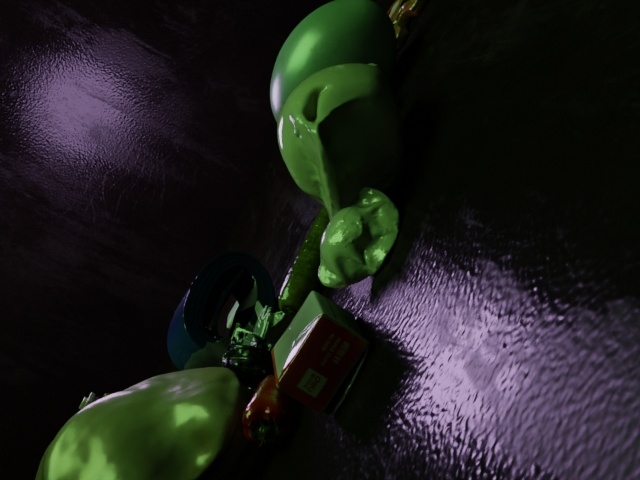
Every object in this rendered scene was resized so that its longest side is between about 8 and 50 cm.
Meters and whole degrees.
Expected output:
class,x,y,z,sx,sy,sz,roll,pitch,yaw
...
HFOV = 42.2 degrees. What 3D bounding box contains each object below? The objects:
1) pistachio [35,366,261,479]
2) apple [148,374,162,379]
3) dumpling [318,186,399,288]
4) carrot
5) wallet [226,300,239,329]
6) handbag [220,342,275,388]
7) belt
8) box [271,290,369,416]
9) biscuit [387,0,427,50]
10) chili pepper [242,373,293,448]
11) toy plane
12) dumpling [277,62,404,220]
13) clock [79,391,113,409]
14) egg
class,x,y,z,sx,sy,sz,roll,pitch,yaw
pistachio,-0.308,0.393,1.485,0.445,0.281,0.365,-30,26,-4
apple,-0.399,0.454,2.131,0.211,0.188,0.211,-54,14,19
dumpling,0.071,0.006,1.387,0.134,0.100,0.169,22,61,42
carrot,0.000,0.000,1.726,0.074,0.074,0.358,-43,21,58
wallet,-0.218,0.167,2.394,0.190,0.033,0.095,-61,13,11
handbag,-0.134,0.225,1.580,0.139,0.115,0.072,97,-173,-61
belt,-0.229,0.178,1.967,0.117,0.212,0.347,-52,11,38
box,-0.001,0.168,1.267,0.133,0.099,0.182,-59,10,3
biscuit,0.212,-0.608,2.273,0.202,0.047,0.334,-60,11,13
chili pepper,-0.088,0.297,1.373,0.084,0.086,0.192,-29,11,14
toy plane,-0.144,0.259,1.716,0.192,0.088,0.262,12,77,50
dumpling,0.048,-0.175,1.561,0.395,0.233,0.316,-65,-23,-54
clock,-0.381,0.444,1.754,0.166,0.309,0.235,-58,11,12
egg,0.030,-0.408,2.019,0.389,0.276,0.276,-53,14,23
